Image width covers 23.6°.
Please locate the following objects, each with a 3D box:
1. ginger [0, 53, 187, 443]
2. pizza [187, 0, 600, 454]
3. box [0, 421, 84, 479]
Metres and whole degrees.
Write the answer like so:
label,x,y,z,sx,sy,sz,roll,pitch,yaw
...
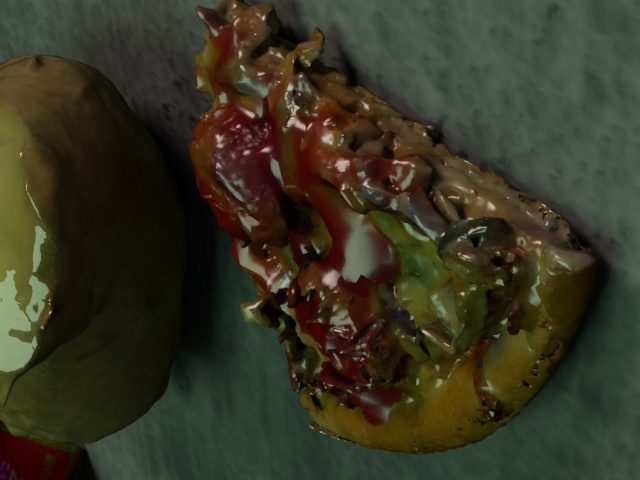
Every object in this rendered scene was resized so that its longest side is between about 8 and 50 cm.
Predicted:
label,x,y,z,sx,sy,sz,roll,pitch,yaw
ginger,-0.131,0.009,0.696,0.138,0.152,0.267,22,160,9
pizza,0.000,0.000,0.574,0.193,0.053,0.201,52,150,11
box,-0.333,0.123,0.971,0.313,0.089,0.197,24,162,-28
